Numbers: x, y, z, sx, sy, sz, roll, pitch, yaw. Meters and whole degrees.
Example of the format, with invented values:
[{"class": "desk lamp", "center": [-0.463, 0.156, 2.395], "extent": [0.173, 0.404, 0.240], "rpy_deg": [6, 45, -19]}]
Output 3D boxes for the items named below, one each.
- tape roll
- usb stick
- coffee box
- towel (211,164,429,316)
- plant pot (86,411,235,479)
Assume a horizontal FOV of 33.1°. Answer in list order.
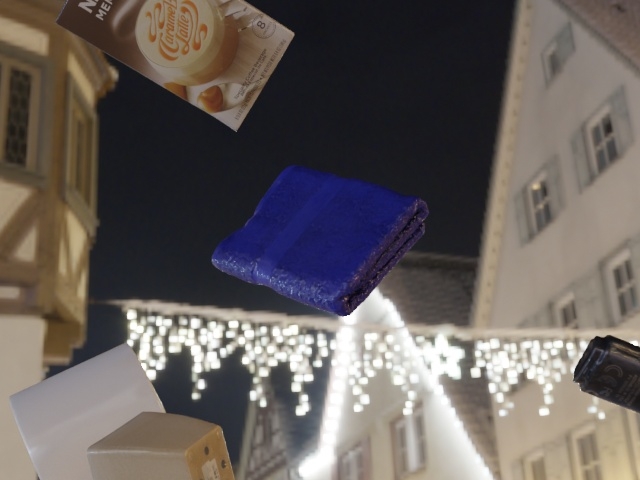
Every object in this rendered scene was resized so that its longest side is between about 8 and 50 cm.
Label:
[{"class": "tape roll", "center": [-0.277, 0.277, 1.401], "extent": [0.169, 0.246, 0.246], "rpy_deg": [-25, -19, -16]}, {"class": "usb stick", "center": [0.400, 0.172, 1.104], "extent": [0.278, 0.045, 0.077], "rpy_deg": [21, -50, 1]}, {"class": "coffee box", "center": [-0.174, -0.257, 1.291], "extent": [0.246, 0.141, 0.098], "rpy_deg": [29, 10, -15]}, {"class": "towel", "center": [0.000, 0.000, 1.646], "extent": [0.308, 0.228, 0.076], "rpy_deg": [18, -29, 47]}, {"class": "plant pot", "center": [-0.144, 0.228, 1.037], "extent": [0.096, 0.109, 0.109], "rpy_deg": [-10, 7, 23]}]
